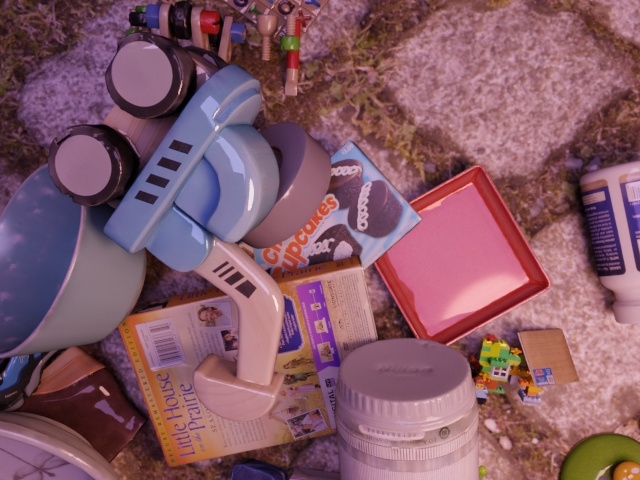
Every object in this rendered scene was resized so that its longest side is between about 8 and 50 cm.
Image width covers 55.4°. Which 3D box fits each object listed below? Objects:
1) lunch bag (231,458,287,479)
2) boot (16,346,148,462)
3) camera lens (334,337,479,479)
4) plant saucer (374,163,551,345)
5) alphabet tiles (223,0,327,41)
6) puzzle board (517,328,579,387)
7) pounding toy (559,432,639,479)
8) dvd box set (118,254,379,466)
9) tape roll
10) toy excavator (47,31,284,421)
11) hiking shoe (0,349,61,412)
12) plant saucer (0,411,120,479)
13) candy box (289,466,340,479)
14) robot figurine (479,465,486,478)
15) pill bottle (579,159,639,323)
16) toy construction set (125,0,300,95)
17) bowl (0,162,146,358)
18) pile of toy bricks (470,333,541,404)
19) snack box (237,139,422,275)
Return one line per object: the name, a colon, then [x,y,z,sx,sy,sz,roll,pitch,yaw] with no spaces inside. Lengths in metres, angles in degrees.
lunch bag: [-0.106,0.436,1.094,0.098,0.065,0.067,13,90,21]
boot: [-0.466,0.340,1.108,0.248,0.090,0.207,-43,85,-2]
camera lens: [0.135,0.319,0.952,0.219,0.219,0.274,-4,108,3]
plant saucer: [0.240,0.034,1.111,0.259,0.048,0.258,-29,86,2]
alphabet tiles: [-0.064,-0.519,1.176,0.198,0.009,0.237,36,90,4]
puzzle board: [0.397,0.204,1.064,0.128,0.011,0.096,3,66,-36]
pounding toy: [0.543,0.422,1.043,0.237,0.110,0.183,-30,86,1]
dvd box set: [-0.103,0.216,1.061,0.420,0.062,0.308,-13,107,3]
tape roll: [-0.086,-0.096,1.055,0.072,0.219,0.219,37,89,-38]
toy excavator: [-0.157,-0.009,0.886,0.445,0.222,0.433,38,104,1]
hiking shoe: [-0.505,0.149,1.064,0.113,0.132,0.304,14,64,13]
plant saucer: [-0.501,0.396,1.039,0.400,0.100,0.400,4,129,5]
candy box: [0.017,0.521,1.084,0.164,0.070,0.196,7,87,3]
robot figurine: [0.245,0.423,1.079,0.101,0.067,0.115,-9,86,1]
pill bottle: [0.547,0.002,1.045,0.153,0.153,0.265,-10,87,2]
toy construction set: [-0.182,-0.288,1.096,0.308,0.257,0.237,-2,106,-19]
bowl: [-0.399,0.045,0.977,0.311,0.163,0.312,-16,63,35]
pile of toy bricks: [0.295,0.211,1.056,0.212,0.118,0.105,7,106,0]
snack box: [0.000,0.000,1.086,0.322,0.060,0.187,-43,83,12]
